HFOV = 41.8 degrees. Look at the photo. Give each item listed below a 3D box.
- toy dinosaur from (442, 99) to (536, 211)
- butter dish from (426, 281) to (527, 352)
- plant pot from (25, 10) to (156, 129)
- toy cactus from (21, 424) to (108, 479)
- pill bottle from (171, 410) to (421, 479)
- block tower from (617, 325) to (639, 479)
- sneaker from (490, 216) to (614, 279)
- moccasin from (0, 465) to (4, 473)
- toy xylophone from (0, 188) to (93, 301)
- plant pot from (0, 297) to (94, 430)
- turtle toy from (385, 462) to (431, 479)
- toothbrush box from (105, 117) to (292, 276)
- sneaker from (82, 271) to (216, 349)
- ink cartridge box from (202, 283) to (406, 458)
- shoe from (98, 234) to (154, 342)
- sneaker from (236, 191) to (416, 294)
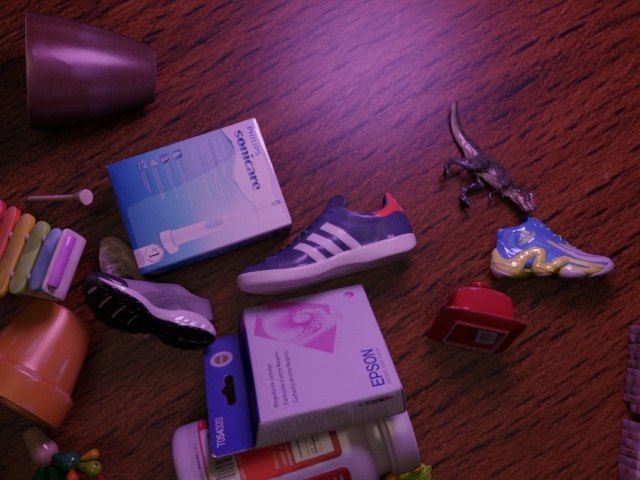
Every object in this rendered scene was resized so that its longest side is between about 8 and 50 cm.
[{"bbox_3d":[0.306,-0.139,1.659,0.118,0.064,0.268,-37,85,-13],"label":"toy dinosaur"},{"bbox_3d":[0.299,0.134,1.598,0.160,0.160,0.118,13,60,-1],"label":"butter dish"},{"bbox_3d":[-0.431,-0.315,1.578,0.230,0.215,0.215,-1,84,-17],"label":"plant pot"},{"bbox_3d":[-0.467,0.411,1.507,0.112,0.219,0.180,-29,86,-45],"label":"toy cactus"},{"bbox_3d":[-0.041,0.385,1.497,0.408,0.229,0.229,-17,85,-5],"label":"pill bottle"},{"bbox_3d":[0.641,0.335,1.608,0.097,0.091,0.335,6,84,-3],"label":"block tower"},{"bbox_3d":[0.451,0.013,1.632,0.240,0.091,0.126,0,83,-2],"label":"sneaker"},{"bbox_3d":[-0.672,0.426,1.515,0.147,0.139,0.380,-28,77,3],"label":"moccasin"},{"bbox_3d":[-0.538,0.007,1.523,0.323,0.081,0.236,-4,66,33],"label":"toy xylophone"},{"bbox_3d":[-0.514,0.212,1.518,0.205,0.205,0.188,29,68,0],"label":"plant pot"},{"bbox_3d":[0.153,0.459,1.580,0.130,0.066,0.095,-31,110,-4],"label":"turtle toy"},{"bbox_3d":[-0.225,-0.077,1.588,0.296,0.126,0.216,-20,84,-4],"label":"toothbrush box"},{"bbox_3d":[-0.313,0.115,1.537,0.271,0.100,0.108,27,42,-35],"label":"sneaker"},{"bbox_3d":[-0.047,0.216,1.482,0.330,0.324,0.071,-12,121,-5],"label":"ink cartridge box"},{"bbox_3d":[-0.366,0.089,1.596,0.077,0.058,0.219,-23,86,-5],"label":"shoe"},{"bbox_3d":[0.000,0.000,1.601,0.350,0.131,0.148,-15,78,-10],"label":"sneaker"}]
